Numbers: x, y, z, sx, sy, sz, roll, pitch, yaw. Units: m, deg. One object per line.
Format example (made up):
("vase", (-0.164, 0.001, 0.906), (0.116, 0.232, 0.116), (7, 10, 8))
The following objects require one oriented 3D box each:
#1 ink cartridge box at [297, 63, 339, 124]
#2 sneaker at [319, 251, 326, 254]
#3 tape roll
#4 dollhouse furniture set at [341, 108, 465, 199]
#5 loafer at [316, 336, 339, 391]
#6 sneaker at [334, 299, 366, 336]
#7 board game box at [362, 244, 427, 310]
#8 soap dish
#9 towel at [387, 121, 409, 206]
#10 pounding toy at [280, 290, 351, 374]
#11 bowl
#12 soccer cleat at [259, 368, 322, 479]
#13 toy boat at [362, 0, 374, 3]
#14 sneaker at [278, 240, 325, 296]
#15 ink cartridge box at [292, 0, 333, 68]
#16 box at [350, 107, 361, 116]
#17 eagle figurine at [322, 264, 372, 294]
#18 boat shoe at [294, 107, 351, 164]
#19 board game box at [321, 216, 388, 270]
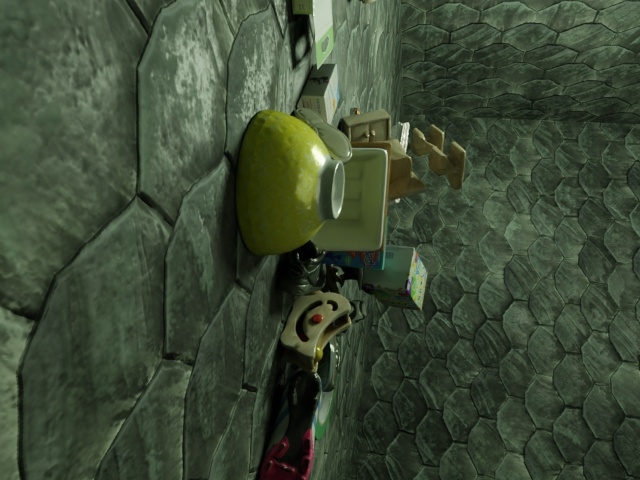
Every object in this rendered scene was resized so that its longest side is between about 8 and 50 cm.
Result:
("ink cartridge box", (-0.002, -0.350, 1.171), (0.104, 0.061, 0.181), (79, 22, -51))
("sneaker", (0.000, 0.000, 1.381), (0.067, 0.042, 0.118), (-11, 114, -72))
("tape roll", (-0.012, 0.451, 1.465), (0.321, 0.077, 0.321), (5, 90, -77))
("dollhouse furniture set", (0.205, -0.222, 1.519), (0.394, 0.362, 0.256), (-115, -166, -50))
("loafer", (0.022, 0.305, 1.322), (0.096, 0.084, 0.267), (-45, -145, 31))
("sneaker", (0.031, 0.259, 1.538), (0.235, 0.153, 0.094), (-36, -128, 56))
("board game box", (0.254, 0.127, 1.543), (0.275, 0.144, 0.142), (44, 55, -60))
("soap dish", (0.056, -0.114, 1.208), (0.118, 0.229, 0.291), (-95, -174, -68))
("towel", (0.232, -0.284, 1.881), (0.317, 0.053, 0.332), (-12, -112, 65))
("pounding toy", (0.000, 0.242, 1.248), (0.269, 0.154, 0.155), (-69, 160, -46))
("bowl", (-0.039, -0.106, 0.921), (0.289, 0.156, 0.289), (6, 90, -76))
("soccer cleat", (-0.067, 0.488, 1.170), (0.143, 0.116, 0.331), (115, -8, -71))
("toy boat", (0.142, -0.908, 1.411), (0.318, 0.148, 0.267), (56, 46, -81))
("sneaker", (-0.023, 0.059, 1.171), (0.130, 0.087, 0.227), (-66, 164, 8))
("ink cartridge box", (-0.015, -0.533, 1.053), (0.171, 0.056, 0.235), (-68, 163, -48))
("box", (0.136, -0.447, 1.790), (0.137, 0.027, 0.094), (-10, 104, -76))
("eagle figurine", (0.134, 0.088, 1.613), (0.226, 0.298, 0.225), (-54, -125, 43))
("boat shoe", (0.002, -0.221, 1.046), (0.206, 0.075, 0.065), (53, -37, 35))
("board game box", (0.093, -0.001, 1.410), (0.047, 0.210, 0.160), (-44, 138, -70))
